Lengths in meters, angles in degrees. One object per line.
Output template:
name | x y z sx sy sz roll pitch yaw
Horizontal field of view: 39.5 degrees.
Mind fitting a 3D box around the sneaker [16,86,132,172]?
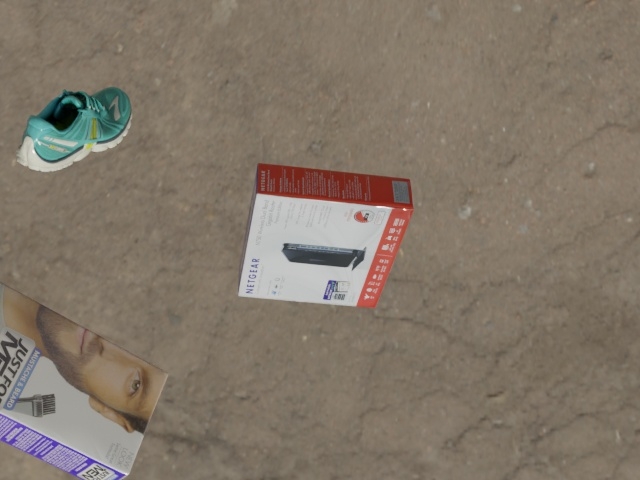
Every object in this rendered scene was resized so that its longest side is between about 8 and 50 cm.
sneaker | -0.412 -0.210 1.540 0.107 0.275 0.110 26 125 9

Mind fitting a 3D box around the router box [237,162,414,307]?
router box | 0.000 0.000 1.791 0.301 0.082 0.335 5 141 -8

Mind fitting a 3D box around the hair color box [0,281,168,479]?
hair color box | -0.420 0.213 1.342 0.339 0.185 0.110 33 139 -20
